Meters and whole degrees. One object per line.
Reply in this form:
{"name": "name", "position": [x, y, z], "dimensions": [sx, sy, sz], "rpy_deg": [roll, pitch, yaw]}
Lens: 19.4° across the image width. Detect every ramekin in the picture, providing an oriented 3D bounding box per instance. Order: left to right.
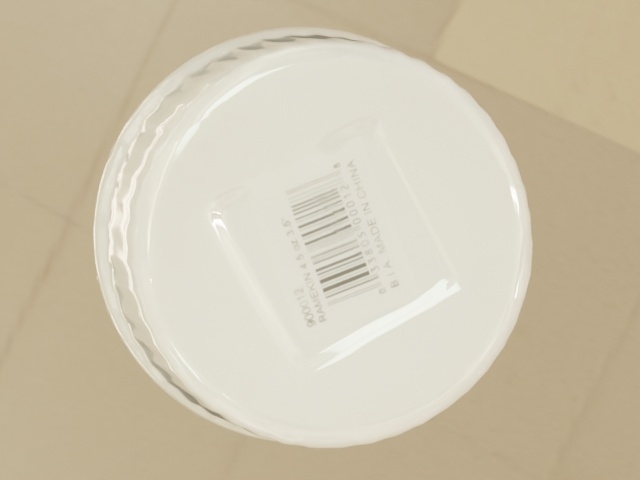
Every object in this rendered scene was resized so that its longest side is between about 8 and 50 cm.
{"name": "ramekin", "position": [0.000, 0.000, 1.180], "dimensions": [0.277, 0.135, 0.277], "rpy_deg": [-1, 94, -11]}
